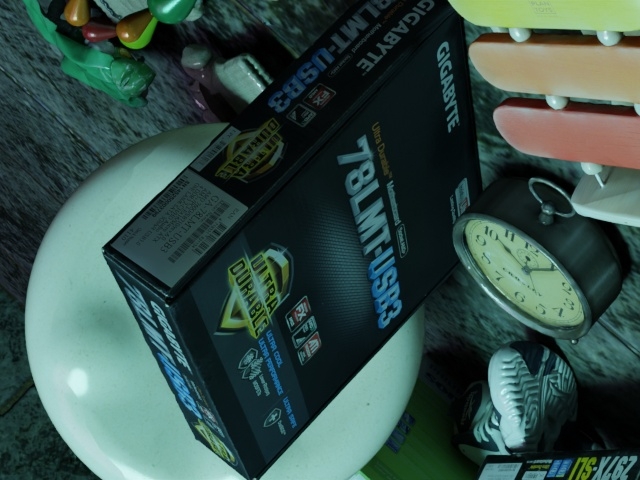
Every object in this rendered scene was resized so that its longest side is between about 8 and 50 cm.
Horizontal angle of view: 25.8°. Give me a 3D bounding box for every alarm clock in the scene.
[{"bbox_3d":[0.166,0.002,1.040,0.129,0.064,0.192,38,162,18],"label":"alarm clock"}]

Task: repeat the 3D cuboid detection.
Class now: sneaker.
[{"bbox_3d":[0.169,0.163,1.320,0.153,0.094,0.235,15,157,40],"label":"sneaker"}]

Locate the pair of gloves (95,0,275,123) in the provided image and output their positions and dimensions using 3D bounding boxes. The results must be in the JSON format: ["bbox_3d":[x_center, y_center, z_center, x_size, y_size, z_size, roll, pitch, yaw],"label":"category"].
[{"bbox_3d":[-0.115,-0.183,1.259,0.240,0.042,0.204,48,164,-5],"label":"pair of gloves"}]

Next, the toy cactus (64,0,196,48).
[{"bbox_3d":[-0.112,-0.227,1.082,0.181,0.112,0.219,17,129,5],"label":"toy cactus"}]

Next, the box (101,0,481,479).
[{"bbox_3d":[0.000,0.000,1.022,0.073,0.293,0.295,36,159,28],"label":"box"}]

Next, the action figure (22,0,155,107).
[{"bbox_3d":[-0.218,-0.183,1.385,0.137,0.063,0.232,48,174,-36],"label":"action figure"}]

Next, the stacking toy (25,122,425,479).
[{"bbox_3d":[-0.076,0.062,1.414,0.350,0.350,0.480,44,-176,0],"label":"stacking toy"}]

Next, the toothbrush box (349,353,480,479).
[{"bbox_3d":[0.110,0.267,1.386,0.206,0.122,0.283,43,-154,1],"label":"toothbrush box"}]

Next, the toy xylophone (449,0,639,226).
[{"bbox_3d":[0.123,-0.145,0.793,0.322,0.081,0.236,52,160,-20],"label":"toy xylophone"}]

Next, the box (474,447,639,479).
[{"bbox_3d":[0.312,0.281,1.167,0.322,0.079,0.257,32,158,-15],"label":"box"}]
